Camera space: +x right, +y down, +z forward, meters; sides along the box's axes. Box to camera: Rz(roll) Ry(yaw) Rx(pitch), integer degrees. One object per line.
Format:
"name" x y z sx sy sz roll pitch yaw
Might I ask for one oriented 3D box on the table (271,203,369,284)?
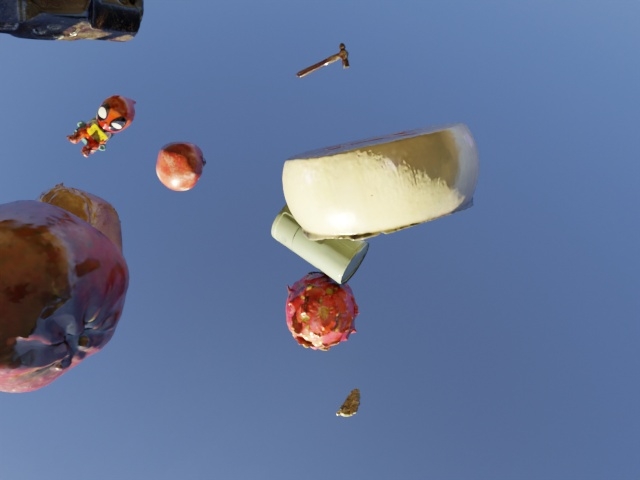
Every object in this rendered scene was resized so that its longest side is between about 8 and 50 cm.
"table" 0.000 0.000 1.025 0.220 0.126 0.126 34 -100 18

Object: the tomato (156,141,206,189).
"tomato" -0.481 -0.257 1.390 0.152 0.187 0.186 12 -108 -35

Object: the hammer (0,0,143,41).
"hammer" -0.421 -0.462 0.509 0.095 0.242 0.408 -12 -75 41

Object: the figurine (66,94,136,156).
"figurine" -0.422 -0.231 0.800 0.140 0.075 0.068 -39 -61 0

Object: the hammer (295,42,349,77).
"hammer" 0.001 -0.489 1.139 0.179 0.021 0.065 -10 -77 32

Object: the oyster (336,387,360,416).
"oyster" 0.093 0.492 1.224 0.038 0.081 0.083 25 -79 52

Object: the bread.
"bread" -0.673 0.012 1.085 0.313 0.172 0.311 -3 -96 28

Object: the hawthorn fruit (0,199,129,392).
"hawthorn fruit" -0.428 0.055 0.549 0.301 0.254 0.254 28 -101 11

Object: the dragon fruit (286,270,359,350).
"dragon fruit" -0.002 0.183 1.103 0.210 0.268 0.205 12 -87 -20

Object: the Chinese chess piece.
"Chinese chess piece" 0.103 -0.113 0.721 0.339 0.338 0.140 -13 -74 1
